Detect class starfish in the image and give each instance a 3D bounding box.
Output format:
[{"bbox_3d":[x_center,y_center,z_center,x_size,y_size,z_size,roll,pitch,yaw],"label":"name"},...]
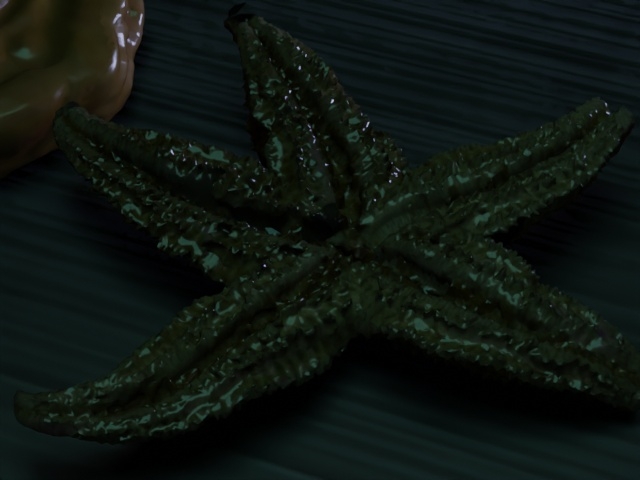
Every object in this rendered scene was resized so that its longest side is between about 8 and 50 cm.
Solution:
[{"bbox_3d":[0.000,0.001,0.553,0.240,0.043,0.227,-30,50,-28],"label":"starfish"}]

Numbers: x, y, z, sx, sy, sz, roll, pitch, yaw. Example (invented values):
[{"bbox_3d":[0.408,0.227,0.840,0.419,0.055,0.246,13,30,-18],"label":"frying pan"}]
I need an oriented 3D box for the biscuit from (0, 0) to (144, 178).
[{"bbox_3d":[-0.206,-0.101,0.671,0.269,0.051,0.376,0,43,1],"label":"biscuit"}]
